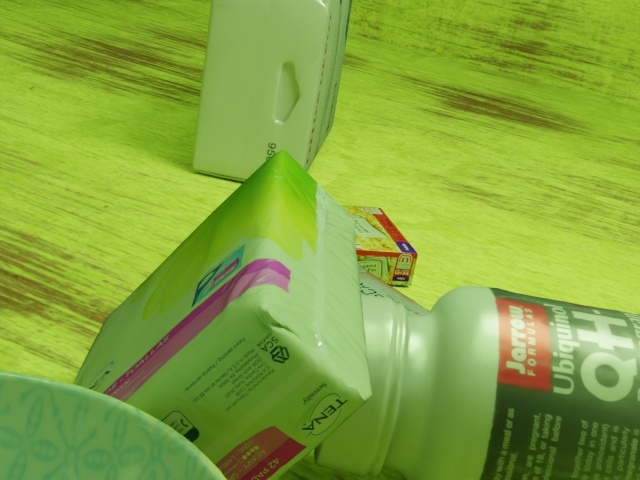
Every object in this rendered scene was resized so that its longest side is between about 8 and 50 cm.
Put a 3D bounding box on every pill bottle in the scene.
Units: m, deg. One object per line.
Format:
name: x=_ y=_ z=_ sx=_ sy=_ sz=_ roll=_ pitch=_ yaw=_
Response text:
pill bottle: x=0.162 y=0.130 z=0.716 sx=0.319 sy=0.176 sz=0.176 roll=10 pitch=21 yaw=-2

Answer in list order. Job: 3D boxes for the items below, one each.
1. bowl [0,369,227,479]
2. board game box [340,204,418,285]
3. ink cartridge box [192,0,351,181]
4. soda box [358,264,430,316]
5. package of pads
bowl: x=-0.178 y=0.193 z=0.422 sx=0.290 sy=0.156 sz=0.289 roll=9 pitch=22 yaw=-3
board game box: x=0.000 y=0.000 z=1.148 sx=0.194 sy=0.045 sz=0.147 roll=3 pitch=22 yaw=-17
ink cartridge box: x=-0.060 y=-0.276 z=1.487 sx=0.166 sy=0.285 sz=0.395 roll=10 pitch=21 yaw=4
soda box: x=0.058 y=0.085 z=0.937 sx=0.058 sy=0.063 sz=0.183 roll=-7 pitch=27 yaw=-37
package of pads: x=-0.079 y=0.082 z=0.669 sx=0.101 sy=0.229 sz=0.296 roll=43 pitch=17 yaw=-15
